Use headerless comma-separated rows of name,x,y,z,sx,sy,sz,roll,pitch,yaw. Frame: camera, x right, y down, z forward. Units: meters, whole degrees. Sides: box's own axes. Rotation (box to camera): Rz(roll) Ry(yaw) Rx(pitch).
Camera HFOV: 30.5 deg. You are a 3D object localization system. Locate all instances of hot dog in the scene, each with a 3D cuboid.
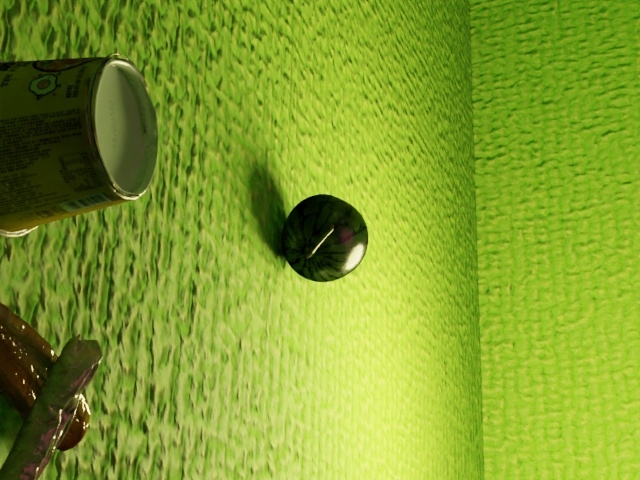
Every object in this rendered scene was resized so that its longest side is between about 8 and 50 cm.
hot dog,-0.280,0.123,1.112,0.066,0.047,0.216,-47,139,-17

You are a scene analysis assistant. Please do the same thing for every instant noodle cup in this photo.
instant noodle cup,-0.248,-0.099,1.133,0.182,0.144,0.182,-7,90,-72

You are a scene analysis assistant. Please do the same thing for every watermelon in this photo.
watermelon,0.000,0.000,1.859,0.187,0.140,0.141,-34,116,-66

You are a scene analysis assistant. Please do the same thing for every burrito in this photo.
burrito,-0.255,0.173,1.090,0.045,0.041,0.185,41,66,-44
